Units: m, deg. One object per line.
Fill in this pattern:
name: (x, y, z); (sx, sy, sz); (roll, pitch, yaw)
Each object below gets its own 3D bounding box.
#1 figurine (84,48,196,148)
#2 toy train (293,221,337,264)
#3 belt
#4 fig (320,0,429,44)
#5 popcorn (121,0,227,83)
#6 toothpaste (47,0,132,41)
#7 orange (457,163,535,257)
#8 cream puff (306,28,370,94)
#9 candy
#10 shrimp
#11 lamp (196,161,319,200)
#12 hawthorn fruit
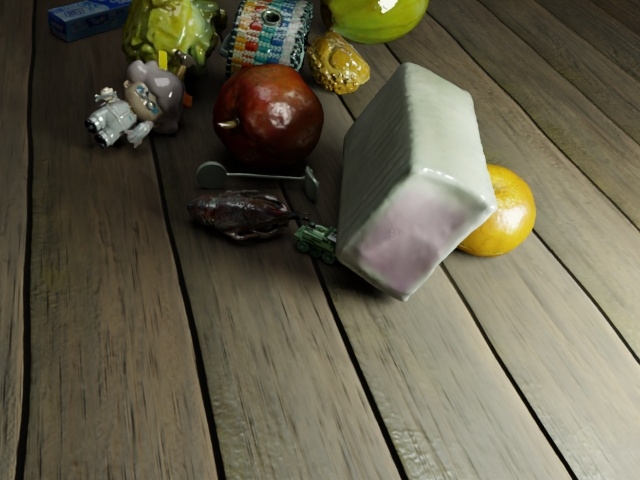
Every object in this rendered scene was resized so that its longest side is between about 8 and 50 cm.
figurine: (-0.309, -0.239, 1.204); (0.229, 0.112, 0.137); (-43, 105, -32)
toy train: (0.000, 0.000, 1.026); (0.083, 0.053, 0.033); (25, 42, 15)
belt: (-0.109, -0.386, 1.344); (0.160, 0.207, 0.295); (11, 38, -2)
fig: (0.116, -0.568, 1.597); (0.239, 0.239, 0.271); (35, 60, 27)
popcorn: (-0.287, -0.392, 1.320); (0.183, 0.204, 0.221); (21, 37, -17)
toothpaste: (-0.473, -0.511, 1.535); (0.066, 0.053, 0.272); (32, 44, 24)
orange: (0.259, -0.045, 1.086); (0.154, 0.134, 0.155); (2, 63, -3)
cream puff: (0.030, -0.363, 1.417); (0.144, 0.103, 0.126); (51, 13, 11)
candy: (0.129, -0.103, 1.029); (0.145, 0.208, 0.359); (27, 36, -16)
shrimp: (-0.106, -0.040, 1.044); (0.190, 0.075, 0.073); (-1, 9, -3)
lamp: (-0.102, -0.096, 1.122); (0.198, 0.050, 0.056); (0, 42, -12)
hawthorn fruit: (-0.097, -0.203, 1.145); (0.179, 0.179, 0.200); (28, 28, 21)
